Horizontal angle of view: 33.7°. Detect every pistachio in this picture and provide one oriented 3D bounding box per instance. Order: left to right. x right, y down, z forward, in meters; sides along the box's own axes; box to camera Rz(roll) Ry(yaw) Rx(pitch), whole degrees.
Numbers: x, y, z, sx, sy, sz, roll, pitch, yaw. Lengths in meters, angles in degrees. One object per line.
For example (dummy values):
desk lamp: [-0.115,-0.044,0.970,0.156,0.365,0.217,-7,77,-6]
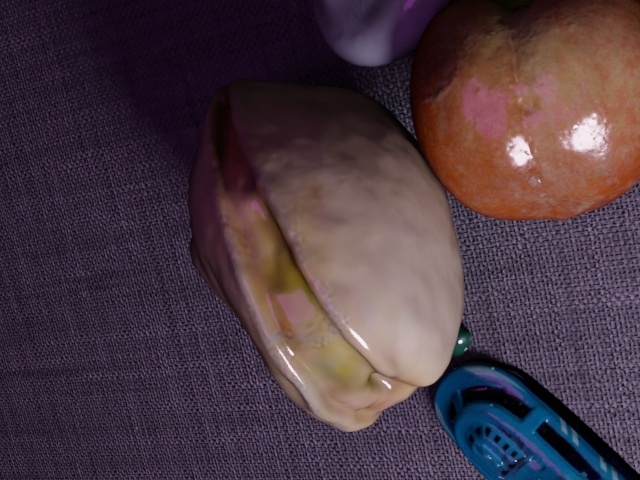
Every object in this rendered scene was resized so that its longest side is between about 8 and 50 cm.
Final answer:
pistachio: [0.000,0.000,1.108,0.281,0.445,0.365,-31,122,13]

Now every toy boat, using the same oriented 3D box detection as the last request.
toy boat: [0.248,0.267,1.225,0.299,0.092,0.134,41,123,12]

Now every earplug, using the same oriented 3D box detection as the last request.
earplug: [0.022,-0.341,1.111,0.214,0.175,0.325,-33,87,45]

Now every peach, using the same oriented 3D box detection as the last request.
peach: [0.216,-0.136,1.033,0.252,0.252,0.252,9,109,27]

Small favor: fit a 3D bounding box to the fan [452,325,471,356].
fan: [0.112,0.088,1.274,0.155,0.039,0.082,31,117,17]
